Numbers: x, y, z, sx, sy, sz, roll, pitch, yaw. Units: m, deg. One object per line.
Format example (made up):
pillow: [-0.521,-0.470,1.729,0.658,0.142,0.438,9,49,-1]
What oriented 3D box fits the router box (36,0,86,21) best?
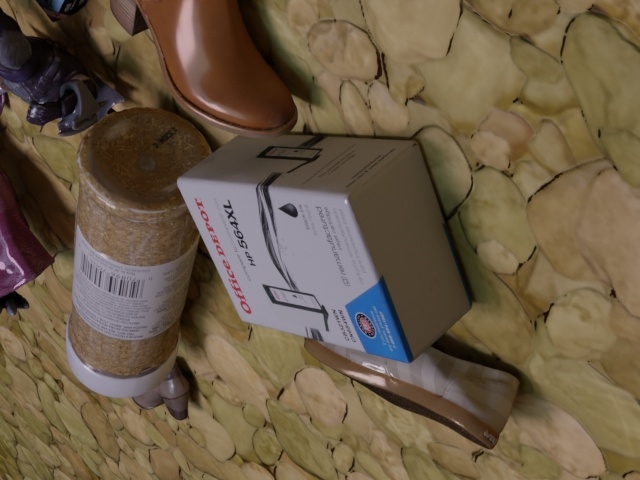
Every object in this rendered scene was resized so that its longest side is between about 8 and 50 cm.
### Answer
router box: [-0.240,-0.260,0.981,0.122,0.038,0.092,52,148,-1]

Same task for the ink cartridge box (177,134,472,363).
ink cartridge box: [0.000,0.000,0.899,0.203,0.086,0.148,7,128,47]

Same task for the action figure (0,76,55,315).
action figure: [-0.414,-0.102,1.290,0.276,0.248,0.370,-87,-17,-74]

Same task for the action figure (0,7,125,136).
action figure: [-0.282,-0.168,1.004,0.185,0.099,0.285,20,168,26]

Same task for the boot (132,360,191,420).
boot: [-0.194,0.160,1.355,0.118,0.042,0.087,17,129,40]

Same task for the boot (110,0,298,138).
boot: [-0.081,-0.177,0.838,0.197,0.073,0.152,41,143,11]

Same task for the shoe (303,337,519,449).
shoe: [0.073,0.107,0.955,0.219,0.058,0.076,21,168,45]

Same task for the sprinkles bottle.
sprinkles bottle: [-0.182,0.026,1.121,0.121,0.121,0.355,42,147,15]
